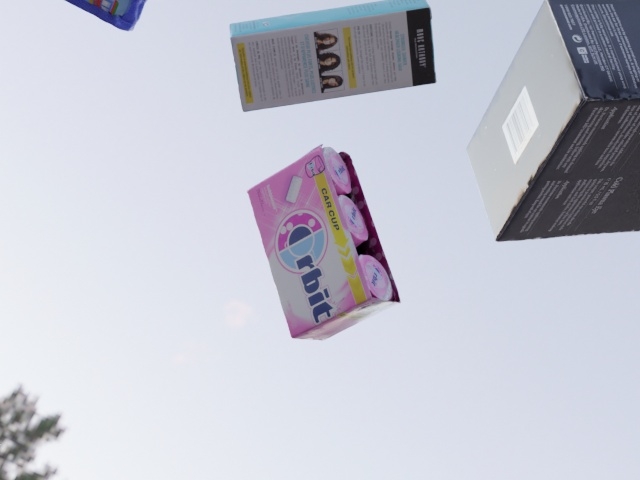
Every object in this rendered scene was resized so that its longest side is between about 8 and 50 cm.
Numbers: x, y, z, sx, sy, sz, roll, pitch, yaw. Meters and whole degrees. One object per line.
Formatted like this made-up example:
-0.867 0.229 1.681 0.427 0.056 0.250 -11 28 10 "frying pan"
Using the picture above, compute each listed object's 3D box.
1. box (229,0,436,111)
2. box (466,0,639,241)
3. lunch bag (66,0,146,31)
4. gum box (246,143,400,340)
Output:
0.015 -0.231 1.436 0.244 0.060 0.100 -9 -62 -2 "box"
0.420 -0.166 1.654 0.313 0.178 0.343 -3 -31 -16 "box"
-0.256 -0.378 1.269 0.293 0.138 0.221 31 -72 20 "lunch bag"
0.000 0.000 1.246 0.107 0.188 0.062 -29 -22 28 "gum box"
